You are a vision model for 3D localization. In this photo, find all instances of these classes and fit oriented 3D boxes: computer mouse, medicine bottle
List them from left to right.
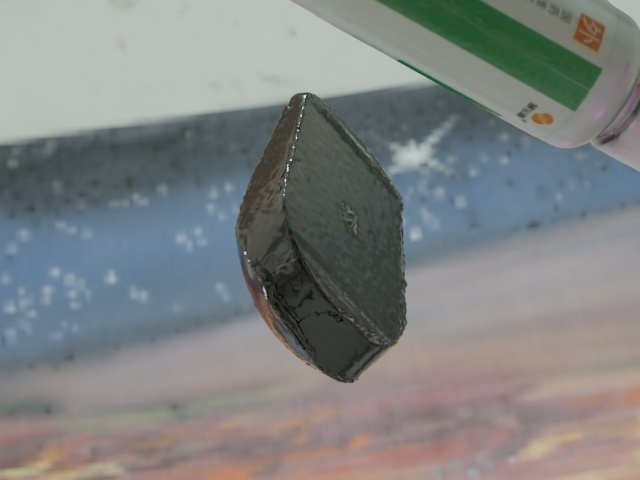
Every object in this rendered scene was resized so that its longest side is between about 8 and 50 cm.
[{"bbox_3d":[-0.004,0.003,1.594,0.087,0.295,0.168,-30,-62,25],"label":"computer mouse"},{"bbox_3d":[0.105,-0.126,1.111,0.260,0.095,0.095,28,-42,-14],"label":"medicine bottle"}]
